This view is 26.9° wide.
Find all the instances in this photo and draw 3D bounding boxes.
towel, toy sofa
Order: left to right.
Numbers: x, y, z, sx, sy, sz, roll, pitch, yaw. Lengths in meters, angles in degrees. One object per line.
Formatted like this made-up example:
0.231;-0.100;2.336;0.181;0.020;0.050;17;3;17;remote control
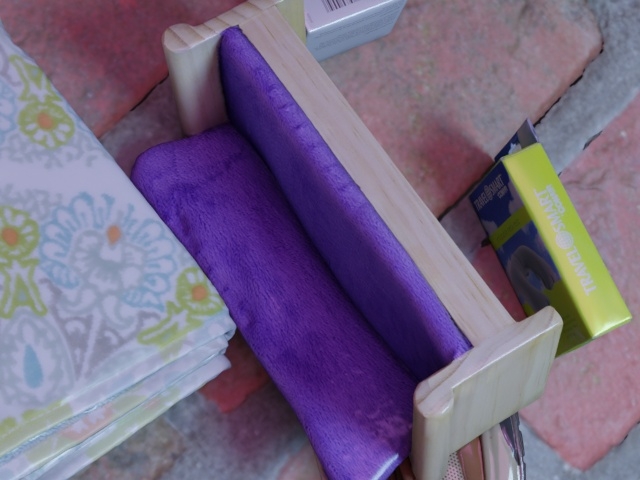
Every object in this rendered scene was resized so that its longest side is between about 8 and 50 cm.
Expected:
-0.278;0.018;0.953;0.320;0.090;0.374;-31;77;-38;towel
0.000;0.000;0.983;0.177;0.150;0.363;-29;65;-13;toy sofa

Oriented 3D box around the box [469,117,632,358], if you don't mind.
0.178;0.002;1.084;0.042;0.109;0.178;-23;80;-14;box

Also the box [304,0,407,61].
0.004;-0.215;1.124;0.101;0.087;0.102;-24;79;-16;box

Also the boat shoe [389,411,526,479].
0.097;0.260;1.003;0.119;0.122;0.324;-2;67;-5;boat shoe
